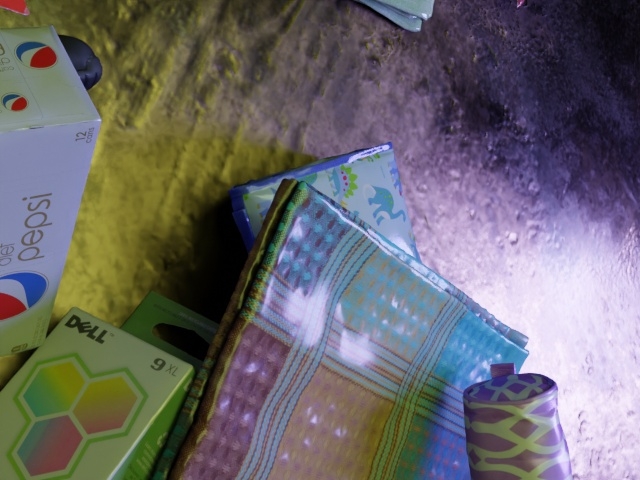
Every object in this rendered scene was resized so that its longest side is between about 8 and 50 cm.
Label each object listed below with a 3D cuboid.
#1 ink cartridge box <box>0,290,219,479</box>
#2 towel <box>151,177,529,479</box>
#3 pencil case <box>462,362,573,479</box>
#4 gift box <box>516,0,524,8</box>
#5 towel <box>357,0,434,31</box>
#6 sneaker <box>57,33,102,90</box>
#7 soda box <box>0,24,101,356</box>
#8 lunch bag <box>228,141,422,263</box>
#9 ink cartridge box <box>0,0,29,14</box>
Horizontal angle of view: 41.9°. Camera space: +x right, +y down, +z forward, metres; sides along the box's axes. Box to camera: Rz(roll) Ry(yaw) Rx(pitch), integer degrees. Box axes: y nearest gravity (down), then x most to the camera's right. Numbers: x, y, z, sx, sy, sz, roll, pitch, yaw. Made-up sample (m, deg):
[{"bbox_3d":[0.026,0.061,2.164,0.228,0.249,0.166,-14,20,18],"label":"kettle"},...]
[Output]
[{"bbox_3d":[-0.145,0.114,0.551,0.209,0.109,0.062,-54,150,-28],"label":"ink cartridge box"},{"bbox_3d":[0.041,0.146,0.653,0.370,0.040,0.272,34,74,-47],"label":"towel"},{"bbox_3d":[0.168,0.213,0.696,0.088,0.086,0.206,-26,111,-73],"label":"pencil case"},{"bbox_3d":[0.258,-0.372,0.794,0.255,0.258,0.276,6,98,-52],"label":"gift box"},{"bbox_3d":[0.026,-0.386,0.784,0.247,0.038,0.325,13,78,-34],"label":"towel"},{"bbox_3d":[-0.289,-0.118,0.470,0.330,0.122,0.146,-13,90,-33],"label":"sneaker"},{"bbox_3d":[-0.188,-0.015,0.475,0.069,0.216,0.074,-15,60,-35],"label":"soda box"},{"bbox_3d":[0.000,0.000,0.684,0.151,0.096,0.129,-24,99,-45],"label":"lunch bag"},{"bbox_3d":[-0.239,-0.243,0.507,0.145,0.045,0.179,4,65,-60],"label":"ink cartridge box"}]
